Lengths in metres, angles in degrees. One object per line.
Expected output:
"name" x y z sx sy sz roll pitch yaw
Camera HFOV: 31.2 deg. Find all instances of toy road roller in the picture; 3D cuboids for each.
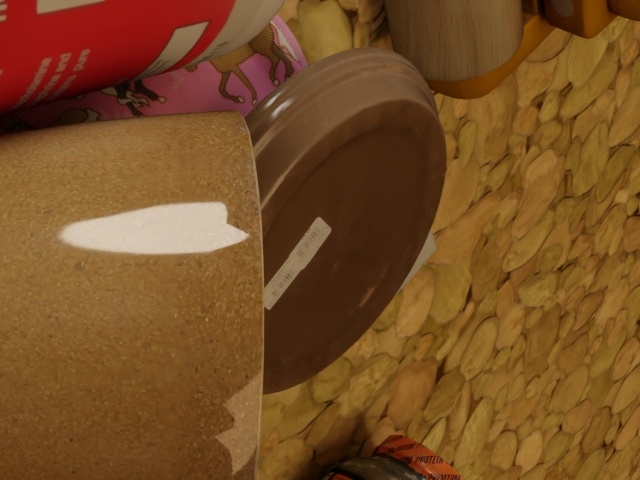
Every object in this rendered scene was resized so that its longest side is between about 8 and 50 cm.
"toy road roller" 0.225 -0.259 0.966 0.329 0.241 0.202 -42 141 -23

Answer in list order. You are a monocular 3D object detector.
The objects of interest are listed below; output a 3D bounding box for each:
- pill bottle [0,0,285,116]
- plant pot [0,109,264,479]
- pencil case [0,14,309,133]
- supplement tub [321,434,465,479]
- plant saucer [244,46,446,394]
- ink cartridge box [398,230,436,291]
"pill bottle" -0.216 -0.154 0.513 0.408 0.229 0.229 -24 131 -40
"plant pot" -0.169 0.051 0.535 0.254 0.237 0.237 2 118 -13
"pencil case" -0.170 -0.014 0.734 0.386 0.160 0.167 -43 159 -22
"supplement tub" 0.024 0.367 1.209 0.316 0.194 0.193 -42 141 -22
"plant saucer" 0.000 0.000 0.803 0.278 0.041 0.277 -36 146 -30
"ink cartridge box" -0.002 -0.028 0.951 0.127 0.128 0.176 -45 143 -20
